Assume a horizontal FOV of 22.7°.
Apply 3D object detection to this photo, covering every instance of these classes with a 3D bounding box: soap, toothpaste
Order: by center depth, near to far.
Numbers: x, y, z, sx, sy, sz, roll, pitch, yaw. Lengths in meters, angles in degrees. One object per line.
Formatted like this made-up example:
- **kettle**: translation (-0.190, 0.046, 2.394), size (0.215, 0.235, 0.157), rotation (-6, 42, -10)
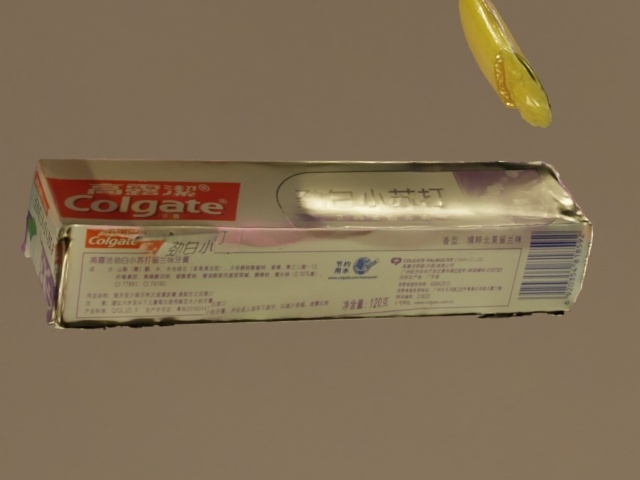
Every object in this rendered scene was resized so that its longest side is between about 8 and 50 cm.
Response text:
- **toothpaste**: translation (0.000, 0.000, 0.547), size (0.196, 0.040, 0.047), rotation (-1, -145, -23)
- **soap**: translation (0.161, -0.167, 1.433), size (0.033, 0.089, 0.168), rotation (-24, -138, -1)
